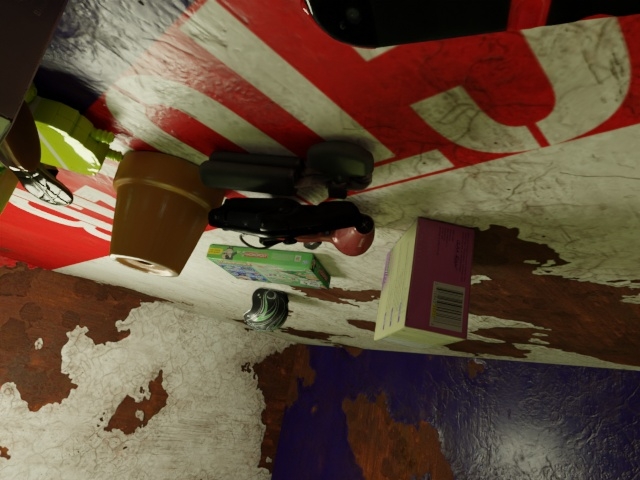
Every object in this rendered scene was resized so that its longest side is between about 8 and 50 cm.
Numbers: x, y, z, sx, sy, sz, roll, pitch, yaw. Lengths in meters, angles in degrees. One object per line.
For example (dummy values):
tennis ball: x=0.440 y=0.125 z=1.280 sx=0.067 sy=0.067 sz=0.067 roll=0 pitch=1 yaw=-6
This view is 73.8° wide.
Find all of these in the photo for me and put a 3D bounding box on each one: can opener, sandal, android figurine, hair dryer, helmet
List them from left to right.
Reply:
sandal: x=-0.580 y=-0.151 z=0.858 sx=0.090 sy=0.060 sz=0.219 roll=-5 pitch=141 yaw=23
android figurine: x=-0.469 y=-0.184 z=0.696 sx=0.273 sy=0.056 sz=0.248 roll=14 pitch=160 yaw=-5
helmet: x=-0.211 y=0.278 z=1.668 sx=0.169 sy=0.161 sz=0.169 roll=10 pitch=160 yaw=4
can opener: x=-0.053 y=-0.116 z=0.666 sx=0.280 sy=0.074 sz=0.093 roll=4 pitch=125 yaw=14
hair dryer: x=0.000 y=0.000 z=0.836 sx=0.224 sy=0.080 sz=0.293 roll=-3 pitch=172 yaw=-44

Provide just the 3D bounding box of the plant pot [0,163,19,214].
plant pot: x=-0.762 y=-0.122 z=0.796 sx=0.228 sy=0.227 sz=0.207 roll=14 pitch=153 yaw=-6

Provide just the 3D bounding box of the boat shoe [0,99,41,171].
boat shoe: x=-0.441 y=-0.187 z=0.558 sx=0.073 sy=0.073 sz=0.207 roll=-2 pitch=124 yaw=-1

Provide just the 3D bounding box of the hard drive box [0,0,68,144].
hard drive box: x=-0.340 y=-0.144 z=0.397 sx=0.181 sy=0.232 sz=0.089 roll=-36 pitch=137 yaw=25

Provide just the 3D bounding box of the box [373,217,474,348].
box: x=0.208 y=0.103 z=0.885 sx=0.117 sy=0.213 sz=0.243 roll=12 pitch=160 yaw=-2

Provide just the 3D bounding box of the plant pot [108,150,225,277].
plant pot: x=-0.307 y=-0.037 z=0.818 sx=0.205 sy=0.188 sz=0.205 roll=10 pitch=160 yaw=4

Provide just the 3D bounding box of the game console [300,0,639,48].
game console: x=0.110 y=-0.262 z=0.194 sx=0.342 sy=0.060 sz=0.386 roll=-1 pitch=158 yaw=16

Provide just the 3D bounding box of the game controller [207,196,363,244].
game controller: x=-0.072 y=-0.038 z=0.717 sx=0.166 sy=0.067 sz=0.319 roll=0 pitch=-174 yaw=-31

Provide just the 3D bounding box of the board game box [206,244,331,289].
board game box: x=-0.147 y=0.081 z=1.267 sx=0.317 sy=0.046 sz=0.213 roll=5 pitch=159 yaw=17
